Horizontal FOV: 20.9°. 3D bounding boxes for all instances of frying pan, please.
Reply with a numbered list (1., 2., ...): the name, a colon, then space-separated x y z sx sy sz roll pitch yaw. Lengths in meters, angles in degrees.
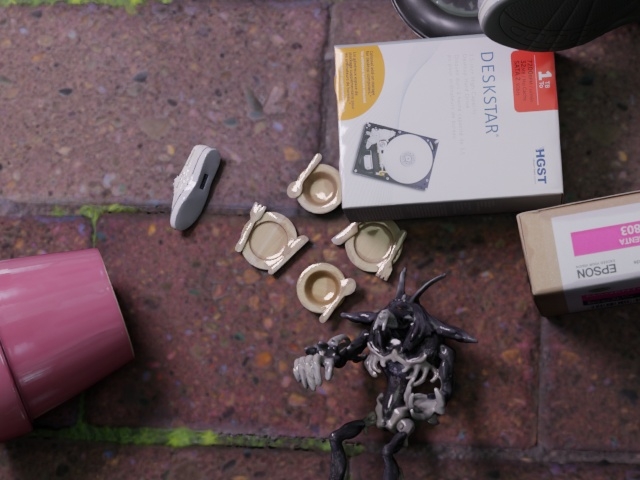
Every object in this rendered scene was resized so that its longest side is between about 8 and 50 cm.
1. frying pan: 0.148 -0.364 1.904 0.197 0.053 0.326 -19 81 6

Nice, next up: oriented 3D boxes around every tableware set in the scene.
1. tableware set: 0.000 0.000 1.886 0.168 0.020 0.141 42 90 14

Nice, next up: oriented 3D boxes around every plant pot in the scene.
1. plant pot: -0.303 0.097 1.850 0.180 0.201 0.201 -19 78 -9

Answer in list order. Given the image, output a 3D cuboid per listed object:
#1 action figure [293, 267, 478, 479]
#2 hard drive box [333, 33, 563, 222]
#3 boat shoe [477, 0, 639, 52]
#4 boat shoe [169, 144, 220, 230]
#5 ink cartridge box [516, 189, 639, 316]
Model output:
1. action figure: 0.065 0.159 1.791 0.164 0.141 0.276 9 85 23
2. hard drive box: 0.136 -0.120 1.837 0.232 0.089 0.181 -5 80 5
3. boat shoe: 0.282 -0.278 1.778 0.320 0.118 0.103 -19 65 -27
4. boat shoe: -0.146 -0.060 1.918 0.035 0.035 0.100 22 90 40
5. ink cartridge box: 0.323 0.008 1.737 0.234 0.193 0.088 -10 80 9
